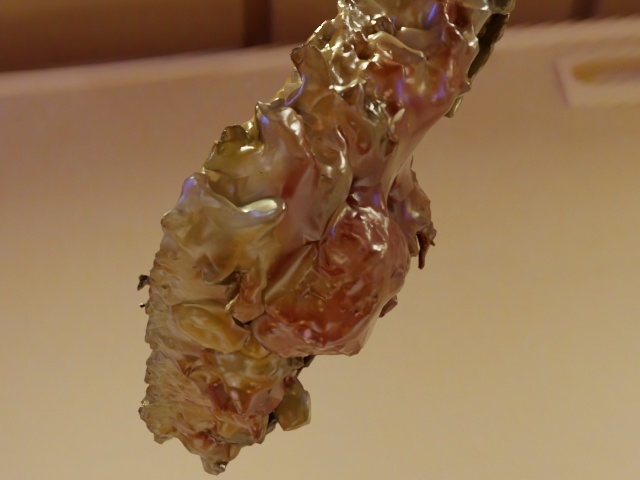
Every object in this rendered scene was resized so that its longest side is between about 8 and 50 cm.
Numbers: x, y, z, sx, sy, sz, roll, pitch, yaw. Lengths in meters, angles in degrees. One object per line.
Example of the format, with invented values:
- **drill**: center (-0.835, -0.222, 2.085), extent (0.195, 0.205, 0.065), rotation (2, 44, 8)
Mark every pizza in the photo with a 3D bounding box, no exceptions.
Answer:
- **pizza**: center (0.000, 0.000, 0.471), extent (0.053, 0.193, 0.201), rotation (31, -70, 5)
